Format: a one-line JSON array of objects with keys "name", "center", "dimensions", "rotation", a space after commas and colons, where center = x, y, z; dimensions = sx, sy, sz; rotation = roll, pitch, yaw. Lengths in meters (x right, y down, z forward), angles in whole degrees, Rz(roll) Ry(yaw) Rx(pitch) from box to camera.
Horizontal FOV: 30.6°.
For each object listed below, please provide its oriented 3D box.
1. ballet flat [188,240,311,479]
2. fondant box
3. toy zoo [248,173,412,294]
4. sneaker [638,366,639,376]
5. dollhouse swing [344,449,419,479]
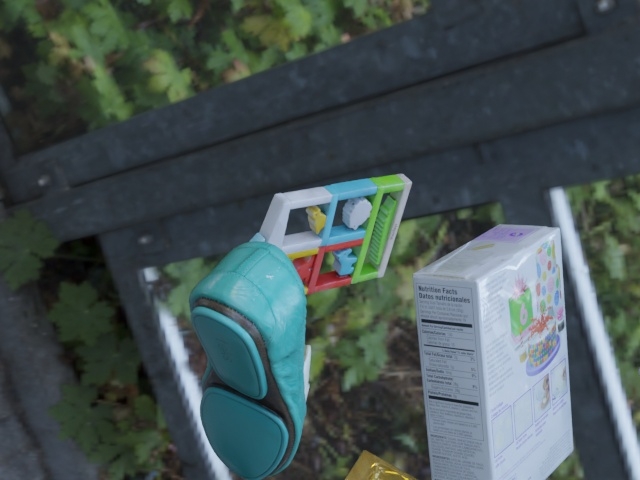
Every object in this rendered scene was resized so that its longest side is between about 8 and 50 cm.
[{"name": "ballet flat", "center": [-0.038, 0.085, 0.821], "dimensions": [0.087, 0.083, 0.247], "rotation": [-53, 160, -30]}, {"name": "fondant box", "center": [0.231, 0.167, 1.520], "dimensions": [0.238, 0.096, 0.330], "rotation": [-25, 115, -51]}, {"name": "toy zoo", "center": [0.000, 0.000, 1.821], "dimensions": [0.293, 0.030, 0.192], "rotation": [-12, 131, -34]}, {"name": "sneaker", "center": [0.598, 0.274, 1.886], "dimensions": [0.090, 0.115, 0.232], "rotation": [-5, 57, -35]}, {"name": "dollhouse swing", "center": [0.151, 0.520, 1.656], "dimensions": [0.305, 0.346, 0.315], "rotation": [-61, 163, -8]}]
